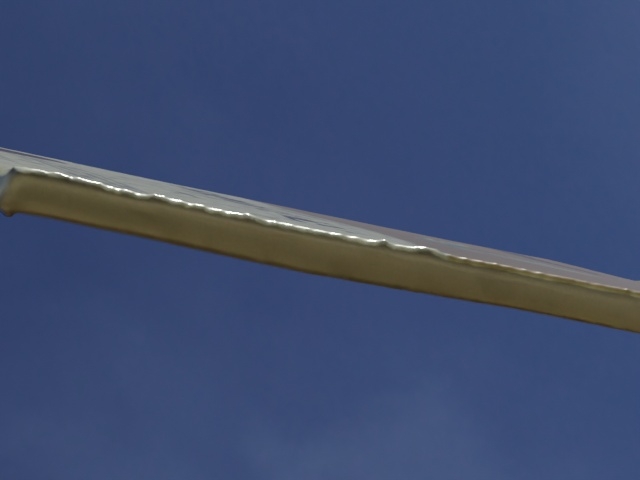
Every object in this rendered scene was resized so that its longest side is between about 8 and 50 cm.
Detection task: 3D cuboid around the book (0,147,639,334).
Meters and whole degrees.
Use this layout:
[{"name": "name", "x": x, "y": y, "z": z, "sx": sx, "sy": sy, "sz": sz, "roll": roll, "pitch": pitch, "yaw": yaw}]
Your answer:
[{"name": "book", "x": 0.000, "y": 0.000, "z": 0.688, "sx": 0.310, "sy": 0.217, "sz": 0.021, "roll": 11, "pitch": -89, "yaw": -24}]
